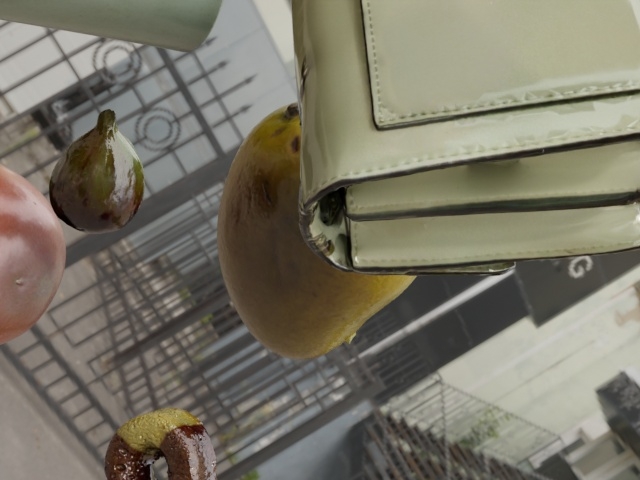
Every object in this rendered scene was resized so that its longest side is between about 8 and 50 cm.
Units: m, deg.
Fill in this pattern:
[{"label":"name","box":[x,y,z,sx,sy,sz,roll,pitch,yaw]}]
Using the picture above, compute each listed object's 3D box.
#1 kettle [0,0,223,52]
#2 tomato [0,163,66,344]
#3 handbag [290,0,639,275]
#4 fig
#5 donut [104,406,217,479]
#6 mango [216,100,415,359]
[{"label":"kettle","box":[-0.368,-0.416,1.189,0.361,0.376,0.250,29,-66,53]},{"label":"tomato","box":[-0.455,0.021,1.091,0.224,0.256,0.256,20,-26,28]},{"label":"handbag","box":[0.094,-0.166,0.585,0.160,0.236,0.359,81,5,-62]},{"label":"fig","box":[-0.257,-0.083,0.983,0.103,0.109,0.155,-92,-171,-60]},{"label":"donut","box":[-0.179,0.256,0.939,0.140,0.140,0.059,58,13,23]},{"label":"mango","box":[0.000,0.000,1.205,0.301,0.221,0.445,21,-48,10]}]
